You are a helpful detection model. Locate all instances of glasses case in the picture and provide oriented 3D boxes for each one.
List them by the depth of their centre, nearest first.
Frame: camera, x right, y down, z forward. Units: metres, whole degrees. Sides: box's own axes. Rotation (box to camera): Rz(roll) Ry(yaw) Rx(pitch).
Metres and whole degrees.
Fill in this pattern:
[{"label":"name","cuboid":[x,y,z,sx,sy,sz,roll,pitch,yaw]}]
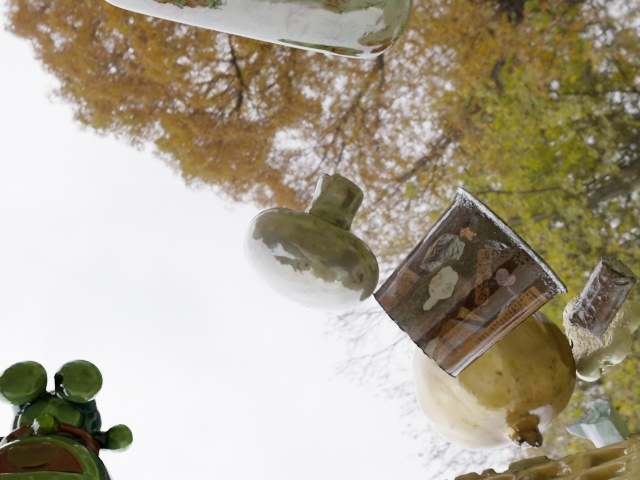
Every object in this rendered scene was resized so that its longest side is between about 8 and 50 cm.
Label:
[{"label":"glasses case","cuboid":[-0.089,-0.340,1.003,0.425,0.156,0.098,10,-131,-8]}]

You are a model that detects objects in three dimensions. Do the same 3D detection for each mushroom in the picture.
[{"label":"mushroom","cuboid":[0.000,0.000,1.342,0.243,0.243,0.243,16,-124,-26]}]

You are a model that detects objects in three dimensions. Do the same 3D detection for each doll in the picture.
[{"label":"doll","cuboid":[-0.358,0.319,1.018,0.199,0.186,0.322,1,-138,1]}]

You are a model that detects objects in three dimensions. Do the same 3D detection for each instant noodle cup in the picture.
[{"label":"instant noodle cup","cuboid":[0.206,0.066,1.127,0.217,0.207,0.217,44,-175,-5]}]

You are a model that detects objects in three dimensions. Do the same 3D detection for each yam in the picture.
[{"label":"yam","cuboid":[0.519,0.105,1.444,0.079,0.141,0.079,21,-159,-8]}]

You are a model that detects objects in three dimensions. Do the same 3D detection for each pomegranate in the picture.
[{"label":"pomegranate","cuboid":[0.348,0.277,1.559,0.342,0.342,0.342,16,-124,-26]}]

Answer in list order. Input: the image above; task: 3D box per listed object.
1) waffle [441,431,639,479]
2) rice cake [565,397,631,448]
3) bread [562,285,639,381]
[{"label":"waffle","cuboid":[0.133,0.286,0.692,0.261,0.376,0.114,-11,-100,-66]},{"label":"rice cake","cuboid":[0.491,0.374,1.252,0.290,0.081,0.051,55,-155,-17]},{"label":"bread","cuboid":[0.576,0.163,1.604,0.039,0.182,0.251,31,-146,-13]}]
